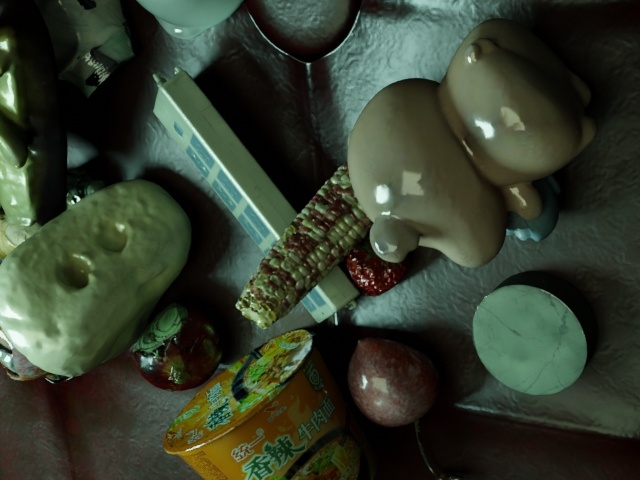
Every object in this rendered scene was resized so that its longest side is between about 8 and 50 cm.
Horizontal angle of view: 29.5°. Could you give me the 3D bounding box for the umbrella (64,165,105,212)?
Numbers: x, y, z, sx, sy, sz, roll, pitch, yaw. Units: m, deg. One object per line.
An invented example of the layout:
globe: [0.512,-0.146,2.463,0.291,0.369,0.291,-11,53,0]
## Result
umbrella: [-0.344,-0.064,1.625,0.143,0.062,0.067,-2,79,33]

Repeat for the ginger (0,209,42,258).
ginger: [-0.429,-0.007,1.677,0.190,0.095,0.069,-3,108,38]

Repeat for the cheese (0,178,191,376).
cheese: [-0.291,0.047,1.531,0.173,0.248,0.251,46,121,5]

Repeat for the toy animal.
toy animal: [0.149,-0.099,1.209,0.230,0.210,0.221,8,130,-9]

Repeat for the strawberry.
strawberry: [0.066,0.035,1.408,0.073,0.073,0.083,21,134,23]

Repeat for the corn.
corn: [0.000,0.000,1.354,0.079,0.079,0.237,38,82,12]

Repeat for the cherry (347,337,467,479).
cherry: [0.115,0.201,1.448,0.107,0.090,0.225,-34,109,23]

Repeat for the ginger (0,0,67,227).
ginger: [-0.477,-0.205,1.478,0.358,0.211,0.413,33,137,49]

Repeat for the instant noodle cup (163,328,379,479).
instant noodle cup: [-0.049,0.248,1.488,0.230,0.230,0.182,-28,104,37]

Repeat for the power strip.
power strip: [-0.085,-0.055,1.444,0.367,0.043,0.106,52,163,2]

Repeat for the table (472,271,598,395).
table: [0.237,0.103,1.344,0.133,0.043,0.133,13,117,26]

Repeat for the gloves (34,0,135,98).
gloves: [-0.319,-0.284,1.481,0.212,0.111,0.127,48,132,-5]

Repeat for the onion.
onion: [-0.181,0.145,1.583,0.117,0.118,0.118,-30,94,21]

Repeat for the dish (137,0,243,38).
dish: [-0.159,-0.329,1.375,0.246,0.078,0.224,14,116,26]

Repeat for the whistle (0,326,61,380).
whistle: [-0.462,0.099,1.731,0.346,0.133,0.142,25,161,29]
